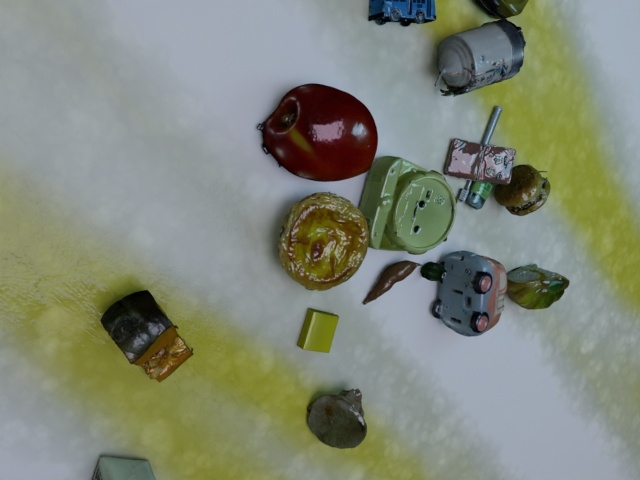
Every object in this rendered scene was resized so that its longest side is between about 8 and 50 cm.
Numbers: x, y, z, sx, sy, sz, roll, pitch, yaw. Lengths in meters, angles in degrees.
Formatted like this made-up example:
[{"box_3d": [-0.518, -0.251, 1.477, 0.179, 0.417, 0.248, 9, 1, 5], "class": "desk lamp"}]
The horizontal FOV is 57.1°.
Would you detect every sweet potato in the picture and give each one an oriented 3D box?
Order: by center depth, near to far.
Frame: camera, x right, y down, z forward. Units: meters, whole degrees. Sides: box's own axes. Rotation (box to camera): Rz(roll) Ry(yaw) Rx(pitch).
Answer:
[{"box_3d": [0.215, 0.120, 1.859, 0.226, 0.068, 0.068, -36, 116, -2], "class": "sweet potato"}]

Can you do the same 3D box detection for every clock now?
[{"box_3d": [0.291, -0.093, 1.818, 0.348, 0.117, 0.286, 11, 96, -29], "class": "clock"}]

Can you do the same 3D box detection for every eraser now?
[{"box_3d": [-0.007, 0.274, 1.783, 0.097, 0.045, 0.122, 14, 93, -30], "class": "eraser"}]

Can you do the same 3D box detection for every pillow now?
[{"box_3d": [0.521, -0.255, 1.922, 0.232, 0.043, 0.126, 7, 94, -12], "class": "pillow"}]

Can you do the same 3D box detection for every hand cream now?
[{"box_3d": [0.547, -0.190, 1.973, 0.095, 0.046, 0.175, 30, 85, -25], "class": "hand cream"}]

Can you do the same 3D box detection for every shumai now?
[{"box_3d": [0.062, 0.545, 1.844, 0.120, 0.201, 0.201, -40, 125, -62], "class": "shumai"}]

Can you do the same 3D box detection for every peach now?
[{"box_3d": [0.034, -0.273, 1.595, 0.361, 0.201, 0.258, 25, 88, -30], "class": "peach"}]

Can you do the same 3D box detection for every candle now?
[{"box_3d": [0.444, -0.537, 1.764, 0.330, 0.187, 0.187, -23, 111, -21], "class": "candle"}]

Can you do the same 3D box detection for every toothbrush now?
[{"box_3d": [0.530, -0.289, 1.956, 0.030, 0.025, 0.342, 23, 90, -24], "class": "toothbrush"}]

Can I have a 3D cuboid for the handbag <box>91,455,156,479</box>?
[{"box_3d": [-0.542, 0.737, 1.536, 0.151, 0.171, 0.298, 19, 96, -33], "class": "handbag"}]

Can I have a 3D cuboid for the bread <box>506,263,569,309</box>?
[{"box_3d": [0.791, 0.179, 2.123, 0.260, 0.158, 0.156, -15, 111, -22], "class": "bread"}]

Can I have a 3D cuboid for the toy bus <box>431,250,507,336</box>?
[{"box_3d": [0.519, 0.172, 1.961, 0.232, 0.194, 0.288, -6, 103, -35], "class": "toy bus"}]

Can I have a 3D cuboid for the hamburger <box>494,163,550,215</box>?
[{"box_3d": [0.681, -0.179, 1.982, 0.113, 0.177, 0.185, 39, 109, -22], "class": "hamburger"}]

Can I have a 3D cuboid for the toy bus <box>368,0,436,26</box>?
[{"box_3d": [0.236, -0.671, 1.679, 0.184, 0.090, 0.106, -7, 102, -26], "class": "toy bus"}]

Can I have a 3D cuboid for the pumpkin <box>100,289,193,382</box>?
[{"box_3d": [-0.417, 0.258, 1.479, 0.139, 0.190, 0.280, -40, 117, -16], "class": "pumpkin"}]

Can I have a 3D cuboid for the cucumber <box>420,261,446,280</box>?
[{"box_3d": [0.367, 0.097, 1.906, 0.067, 0.107, 0.035, -47, 109, -9], "class": "cucumber"}]

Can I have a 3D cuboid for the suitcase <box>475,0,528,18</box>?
[{"box_3d": [0.571, -0.815, 1.793, 0.194, 0.143, 0.235, 30, 87, -30], "class": "suitcase"}]

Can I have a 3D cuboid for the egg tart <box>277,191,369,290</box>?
[{"box_3d": [0.000, 0.000, 1.683, 0.295, 0.116, 0.295, -7, 106, -25], "class": "egg tart"}]
